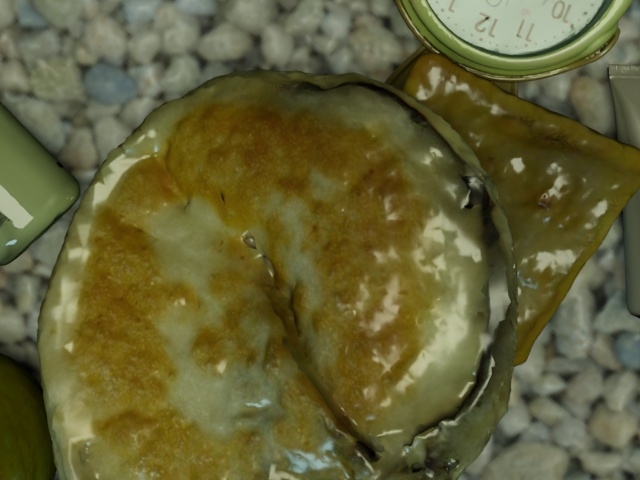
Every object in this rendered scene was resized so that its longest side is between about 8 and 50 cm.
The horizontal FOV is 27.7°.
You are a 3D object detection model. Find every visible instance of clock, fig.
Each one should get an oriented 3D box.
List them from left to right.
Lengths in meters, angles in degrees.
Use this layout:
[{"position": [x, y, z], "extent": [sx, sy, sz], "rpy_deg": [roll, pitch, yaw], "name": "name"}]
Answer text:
[{"position": [-0.251, 0.166, 0.852], "extent": [0.148, 0.142, 0.186], "rpy_deg": [-3, 86, 27], "name": "fig"}, {"position": [0.120, -0.177, 0.840], "extent": [0.170, 0.069, 0.232], "rpy_deg": [22, 99, -4], "name": "clock"}]

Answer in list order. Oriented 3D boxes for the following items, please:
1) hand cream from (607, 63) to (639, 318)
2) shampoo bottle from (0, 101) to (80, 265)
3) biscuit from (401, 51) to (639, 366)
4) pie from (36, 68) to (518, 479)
[{"position": [0.236, -0.025, 0.876], "extent": [0.087, 0.054, 0.186], "rpy_deg": [-1, 92, -5], "name": "hand cream"}, {"position": [-0.237, -0.064, 0.849], "extent": [0.079, 0.079, 0.162], "rpy_deg": [-43, 96, 6], "name": "shampoo bottle"}, {"position": [0.105, -0.014, 0.853], "extent": [0.174, 0.039, 0.183], "rpy_deg": [19, 112, -15], "name": "biscuit"}, {"position": [-0.033, 0.052, 0.813], "extent": [0.339, 0.077, 0.339], "rpy_deg": [-2, 83, 21], "name": "pie"}]
